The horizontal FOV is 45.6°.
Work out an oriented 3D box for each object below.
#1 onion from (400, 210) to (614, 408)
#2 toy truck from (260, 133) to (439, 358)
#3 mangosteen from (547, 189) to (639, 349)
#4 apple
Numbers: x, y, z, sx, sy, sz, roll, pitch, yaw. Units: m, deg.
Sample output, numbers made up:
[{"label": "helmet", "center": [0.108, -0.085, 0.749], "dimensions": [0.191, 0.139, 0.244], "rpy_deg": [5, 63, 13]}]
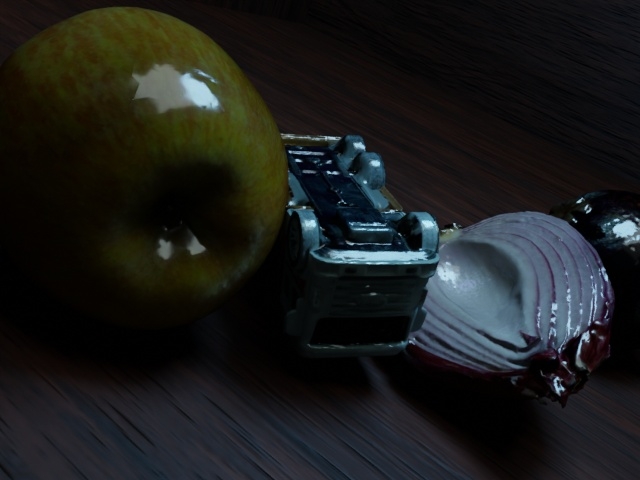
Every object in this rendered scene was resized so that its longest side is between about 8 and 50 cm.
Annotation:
[{"label": "onion", "center": [0.186, 0.092, 0.762], "dimensions": [0.227, 0.120, 0.283], "rpy_deg": [-21, 30, 2]}, {"label": "toy truck", "center": [0.000, 0.000, 0.779], "dimensions": [0.136, 0.162, 0.305], "rpy_deg": [0, 27, -18]}, {"label": "mangosteen", "center": [0.380, 0.046, 0.995], "dimensions": [0.243, 0.243, 0.243], "rpy_deg": [19, 21, -8]}, {"label": "apple", "center": [-0.150, -0.054, 0.639], "dimensions": [0.264, 0.264, 0.264], "rpy_deg": [19, 21, -8]}]
